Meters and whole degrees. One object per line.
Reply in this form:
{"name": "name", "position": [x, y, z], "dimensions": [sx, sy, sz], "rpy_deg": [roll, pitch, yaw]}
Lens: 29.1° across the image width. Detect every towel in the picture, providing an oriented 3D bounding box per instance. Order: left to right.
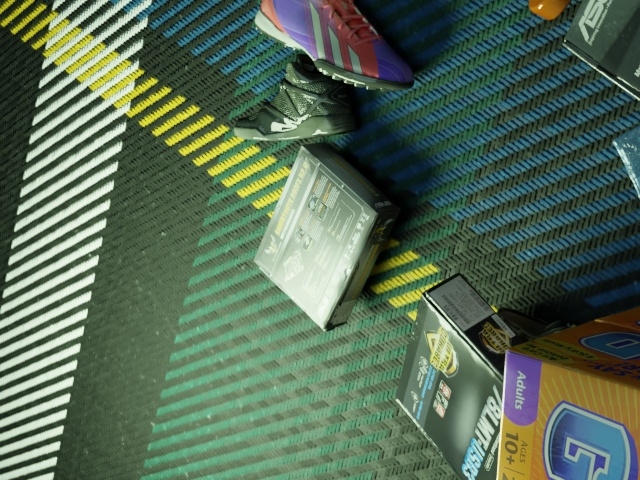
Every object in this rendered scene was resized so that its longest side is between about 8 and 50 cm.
{"name": "towel", "position": [0.417, -0.089, 1.545], "dimensions": [0.067, 0.029, 0.119], "rpy_deg": [-31, 76, 43]}

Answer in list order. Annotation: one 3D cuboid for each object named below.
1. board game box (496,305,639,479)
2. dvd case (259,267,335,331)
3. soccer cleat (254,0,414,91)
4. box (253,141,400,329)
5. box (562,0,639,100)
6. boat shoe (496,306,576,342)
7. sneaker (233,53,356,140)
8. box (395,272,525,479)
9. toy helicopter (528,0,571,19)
{"name": "board game box", "position": [0.438, 0.294, 1.364], "dimensions": [0.356, 0.356, 0.356], "rpy_deg": [14, 107, 43]}
{"name": "dvd case", "position": [0.000, 0.000, 1.979], "dimensions": [0.179, 0.029, 0.239], "rpy_deg": [43, 125, 31]}
{"name": "soccer cleat", "position": [0.024, -0.318, 1.846], "dimensions": [0.318, 0.108, 0.116], "rpy_deg": [36, 117, 38]}
{"name": "box", "position": [0.005, -0.007, 1.911], "dimensions": [0.183, 0.056, 0.231], "rpy_deg": [43, 125, 31]}
{"name": "box", "position": [0.480, -0.308, 1.350], "dimensions": [0.318, 0.097, 0.395], "rpy_deg": [47, 127, 35]}
{"name": "boat shoe", "position": [0.317, 0.145, 1.655], "dimensions": [0.219, 0.078, 0.070], "rpy_deg": [19, 112, 43]}
{"name": "sneaker", "position": [-0.046, -0.221, 1.947], "dimensions": [0.227, 0.087, 0.130], "rpy_deg": [-5, 92, 42]}
{"name": "box", "position": [0.232, 0.237, 1.688], "dimensions": [0.293, 0.073, 0.295], "rpy_deg": [51, 153, 26]}
{"name": "toy helicopter", "position": [0.304, -0.392, 1.433], "dimensions": [0.235, 0.140, 0.355], "rpy_deg": [-63, 13, 4]}
